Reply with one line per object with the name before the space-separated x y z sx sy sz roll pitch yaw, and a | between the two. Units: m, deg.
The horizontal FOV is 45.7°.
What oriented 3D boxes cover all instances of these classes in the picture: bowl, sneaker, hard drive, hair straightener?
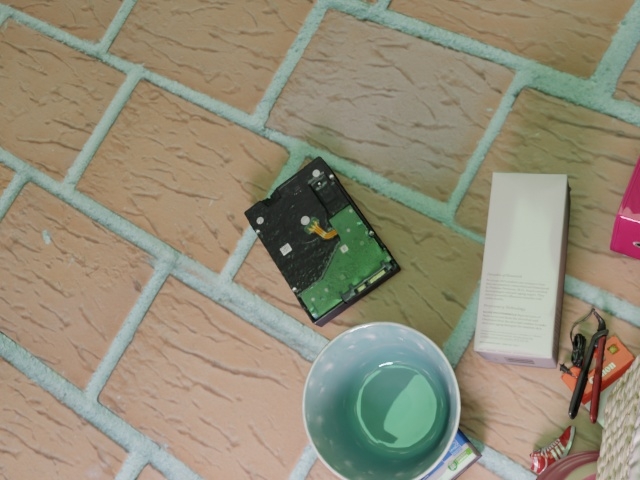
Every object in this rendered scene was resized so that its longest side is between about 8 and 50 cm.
bowl | 0.135 0.325 1.494 0.312 0.163 0.311 -6 73 19
sneaker | 0.457 0.412 1.505 0.067 0.042 0.118 23 86 20
hard drive | 0.000 0.000 1.774 0.237 0.064 0.338 -37 66 7
hair straightener | 0.518 0.244 1.514 0.089 0.047 0.230 3 70 32

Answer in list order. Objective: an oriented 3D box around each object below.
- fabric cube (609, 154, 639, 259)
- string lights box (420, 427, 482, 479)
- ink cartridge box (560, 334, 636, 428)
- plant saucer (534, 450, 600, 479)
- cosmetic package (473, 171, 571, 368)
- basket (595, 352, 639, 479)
fabric cube | 0.723 -0.079 1.435 0.258 0.254 0.259 21 83 22
string lights box | 0.197 0.388 1.586 0.133 0.077 0.259 -44 65 5
ink cartridge box | 0.587 0.294 1.492 0.145 0.045 0.179 -40 69 5
plant saucer | 0.528 0.526 1.350 0.333 0.084 0.332 -1 53 1
cosmetic package | 0.415 0.062 1.536 0.155 0.197 0.365 3 74 21
basket | 0.641 0.370 1.245 0.332 0.266 0.328 20 55 8
